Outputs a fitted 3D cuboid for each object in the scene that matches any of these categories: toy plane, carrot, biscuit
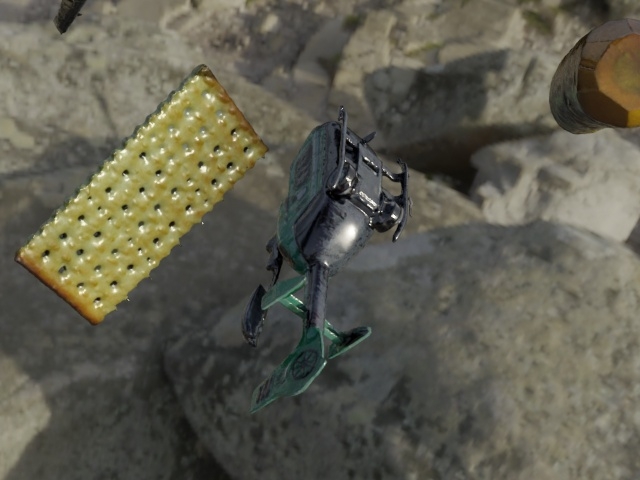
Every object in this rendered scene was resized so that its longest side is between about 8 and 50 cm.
[{"bbox_3d":[0.000,0.000,1.177,0.106,0.155,0.381,37,35,-28],"label":"toy plane"},{"bbox_3d":[0.197,-0.106,0.829,0.070,0.070,0.260,22,3,4],"label":"carrot"},{"bbox_3d":[-0.153,-0.036,1.053,0.231,0.139,0.016,-48,52,-9],"label":"biscuit"}]

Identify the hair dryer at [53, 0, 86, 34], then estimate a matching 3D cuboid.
[{"bbox_3d":[-0.216,-0.215,0.874,0.304,0.359,0.120,-1,80,-15],"label":"hair dryer"}]
